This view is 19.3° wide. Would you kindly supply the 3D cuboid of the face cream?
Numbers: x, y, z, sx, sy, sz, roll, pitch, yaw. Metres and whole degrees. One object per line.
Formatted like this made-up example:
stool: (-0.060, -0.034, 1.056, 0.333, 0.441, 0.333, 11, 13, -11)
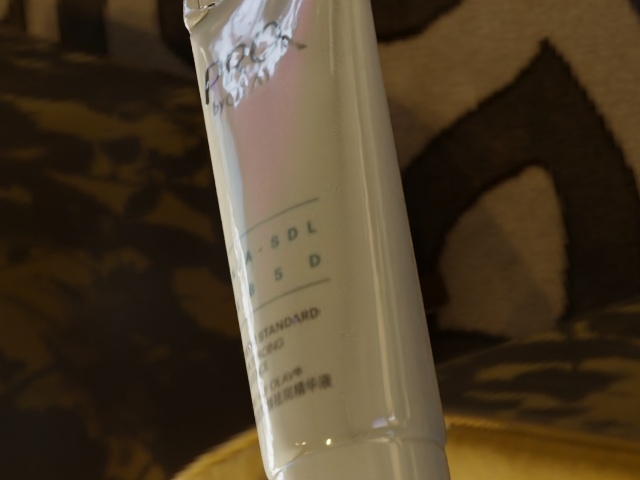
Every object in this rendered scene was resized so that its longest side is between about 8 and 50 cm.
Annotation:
face cream: (0.000, 0.000, 0.626, 0.092, 0.058, 0.243, -32, 58, 39)
